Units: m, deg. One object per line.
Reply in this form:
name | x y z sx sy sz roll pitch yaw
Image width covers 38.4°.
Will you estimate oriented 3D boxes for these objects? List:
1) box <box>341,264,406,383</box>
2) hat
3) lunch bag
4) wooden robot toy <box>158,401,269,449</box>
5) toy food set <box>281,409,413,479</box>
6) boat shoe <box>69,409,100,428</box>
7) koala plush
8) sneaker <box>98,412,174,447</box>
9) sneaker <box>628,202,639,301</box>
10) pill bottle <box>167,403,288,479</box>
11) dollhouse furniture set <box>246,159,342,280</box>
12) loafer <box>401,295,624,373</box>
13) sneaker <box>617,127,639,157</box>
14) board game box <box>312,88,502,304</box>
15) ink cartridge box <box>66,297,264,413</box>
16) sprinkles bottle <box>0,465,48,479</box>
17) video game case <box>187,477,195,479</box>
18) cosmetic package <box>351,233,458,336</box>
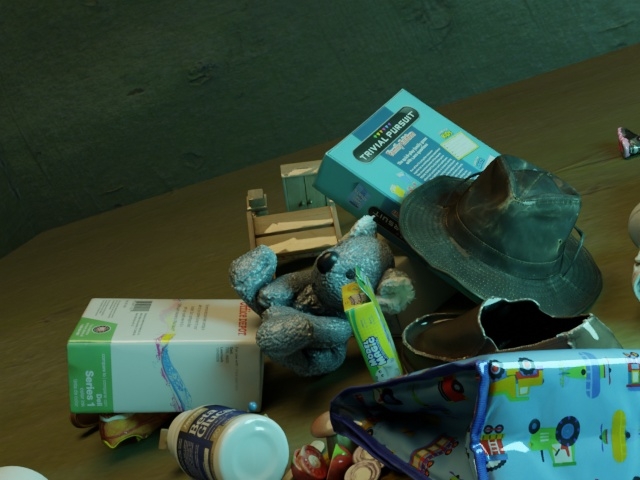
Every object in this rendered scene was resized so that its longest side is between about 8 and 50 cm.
box | 0.070 0.126 1.193 0.043 0.179 0.105 -19 14 4
hat | 0.279 -0.035 1.286 0.331 0.331 0.134 -41 -19 -54
lunch bag | 0.159 0.169 0.891 0.220 0.138 0.293 2 -4 -26
wooden robot toy | -0.122 0.267 1.223 0.173 0.076 0.079 -16 -20 18
toy food set | 0.031 0.239 1.048 0.217 0.071 0.128 -8 19 40
boat shoe | -0.325 0.253 1.506 0.178 0.064 0.060 -26 13 -28
koala plush | 0.021 0.072 1.336 0.221 0.203 0.196 -40 46 9
sneaker | -0.266 0.264 1.397 0.064 0.067 0.175 17 19 39
sneaker | 0.455 0.012 1.206 0.152 0.114 0.305 -20 14 -1
pill bottle | -0.118 0.246 1.098 0.094 0.094 0.169 -29 13 -31
dollhouse furniture set | 0.000 0.000 2.039 0.303 0.174 0.356 -8 44 -1
loafer | 0.225 0.118 1.107 0.133 0.130 0.366 -29 17 -30
sneaker | 0.643 -0.203 1.893 0.057 0.047 0.119 -10 24 14
board game box | 0.195 -0.075 1.467 0.254 0.336 0.079 -43 -16 -43
ink cartridge box | -0.223 0.170 1.393 0.278 0.117 0.201 0 14 -4
sprinkles bottle | -0.390 0.386 0.997 0.121 0.121 0.355 -19 15 8
video game case | -0.158 0.340 1.040 0.183 0.023 0.201 -30 17 -34
cosmetic package | 0.155 0.039 1.533 0.160 0.113 0.309 -4 21 45
